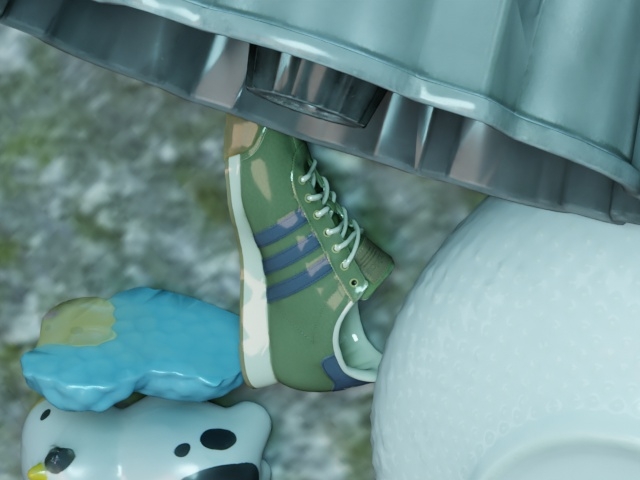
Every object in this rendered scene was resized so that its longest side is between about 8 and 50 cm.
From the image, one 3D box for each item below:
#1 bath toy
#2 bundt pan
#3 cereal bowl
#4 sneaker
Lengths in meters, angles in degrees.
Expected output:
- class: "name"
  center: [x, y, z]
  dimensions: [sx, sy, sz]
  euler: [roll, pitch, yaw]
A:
- class: "bath toy"
  center: [-0.111, 0.206, 1.123]
  dimensions: [0.151, 0.129, 0.348]
  euler: [11, 120, 23]
- class: "bundt pan"
  center: [0.013, -0.112, 0.776]
  dimensions: [0.331, 0.331, 0.124]
  euler: [18, 88, 19]
- class: "cereal bowl"
  center: [0.169, 0.129, 0.923]
  dimensions: [0.339, 0.141, 0.339]
  euler: [13, 120, 24]
- class: "sneaker"
  center: [0.000, 0.000, 0.999]
  dimensions: [0.086, 0.064, 0.192]
  euler: [7, 119, 17]
